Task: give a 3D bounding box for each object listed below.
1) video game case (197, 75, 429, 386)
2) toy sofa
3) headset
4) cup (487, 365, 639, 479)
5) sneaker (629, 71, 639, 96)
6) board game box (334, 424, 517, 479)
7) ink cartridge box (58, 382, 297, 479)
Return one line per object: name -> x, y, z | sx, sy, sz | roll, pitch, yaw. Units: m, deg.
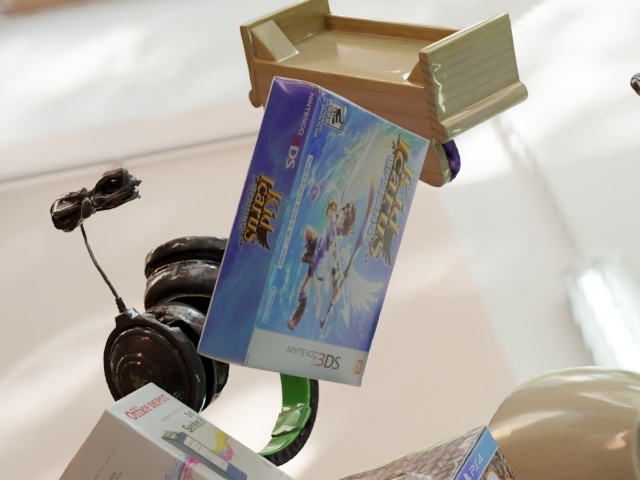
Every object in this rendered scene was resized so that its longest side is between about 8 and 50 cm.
video game case -> 0.000, 0.000, 1.712 | 0.244, 0.061, 0.269 | 18, 88, -62
toy sofa -> 0.075, -0.195, 2.190 | 0.363, 0.150, 0.177 | 14, -56, 47
headset -> -0.132, 0.081, 1.888 | 0.394, 0.185, 0.243 | 44, 43, -23
cup -> 0.409, 0.305, 2.296 | 0.237, 0.331, 0.331 | -32, -113, 58
sneaker -> 0.359, -0.114, 1.795 | 0.135, 0.052, 0.058 | 47, -54, 7
board game box -> 0.129, 0.382, 1.870 | 0.291, 0.232, 0.141 | 61, 29, -9
ink cartridge box -> -0.111, 0.231, 1.586 | 0.093, 0.212, 0.154 | -59, 173, 8
